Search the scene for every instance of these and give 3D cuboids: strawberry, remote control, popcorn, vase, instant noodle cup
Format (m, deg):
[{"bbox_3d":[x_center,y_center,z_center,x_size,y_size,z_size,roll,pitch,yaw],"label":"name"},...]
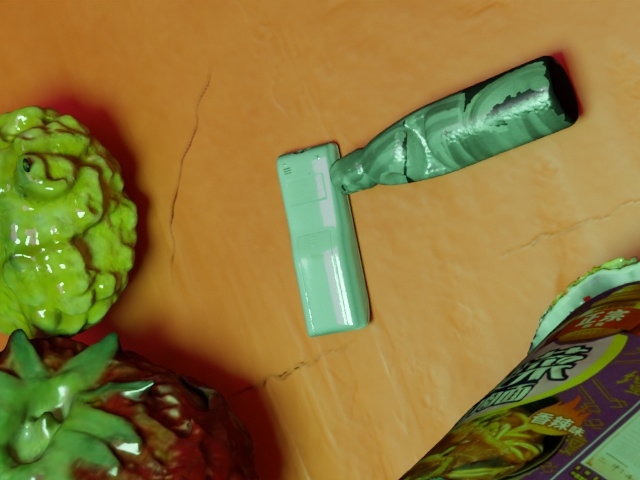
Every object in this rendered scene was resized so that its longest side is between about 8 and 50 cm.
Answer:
[{"bbox_3d":[-0.181,0.236,1.114,0.291,0.310,0.292,-10,57,15],"label":"strawberry"},{"bbox_3d":[0.000,0.000,1.096,0.061,0.029,0.162,-13,88,28],"label":"remote control"},{"bbox_3d":[-0.265,-0.011,1.163,0.189,0.169,0.218,-5,86,28],"label":"popcorn"},{"bbox_3d":[0.098,-0.083,1.016,0.211,0.060,0.060,-20,85,29],"label":"vase"},{"bbox_3d":[0.190,0.202,0.817,0.339,0.266,0.340,22,123,39],"label":"instant noodle cup"}]
